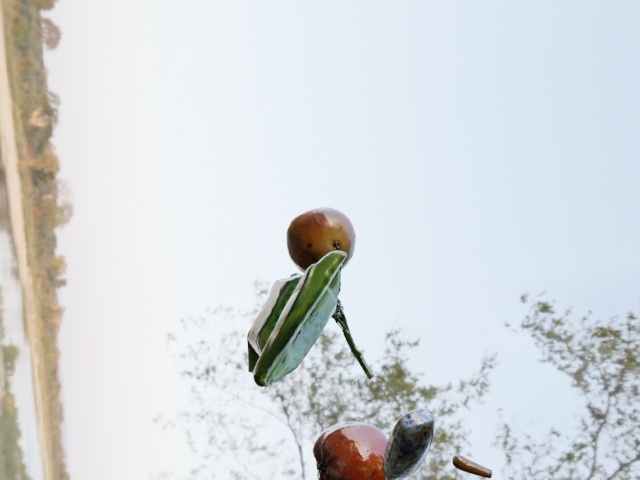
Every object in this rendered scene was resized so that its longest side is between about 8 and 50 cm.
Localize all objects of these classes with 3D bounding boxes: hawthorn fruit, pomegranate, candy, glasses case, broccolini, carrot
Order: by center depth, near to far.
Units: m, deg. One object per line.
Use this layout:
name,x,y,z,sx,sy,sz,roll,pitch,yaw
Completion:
candy,-0.032,0.090,0.694,0.149,0.069,0.246,-60,-170,-12
glasses case,0.188,0.442,1.340,0.248,0.087,0.065,94,-26,-43
carrot,0.342,0.513,1.418,0.032,0.093,0.032,21,90,-89
broccolini,0.062,0.218,1.473,0.054,0.051,0.239,98,-33,-73
pomegranate,0.002,0.003,1.640,0.191,0.191,0.191,176,-90,-67
hawthorn fruit,0.121,0.611,1.751,0.242,0.272,0.242,171,-90,-67
